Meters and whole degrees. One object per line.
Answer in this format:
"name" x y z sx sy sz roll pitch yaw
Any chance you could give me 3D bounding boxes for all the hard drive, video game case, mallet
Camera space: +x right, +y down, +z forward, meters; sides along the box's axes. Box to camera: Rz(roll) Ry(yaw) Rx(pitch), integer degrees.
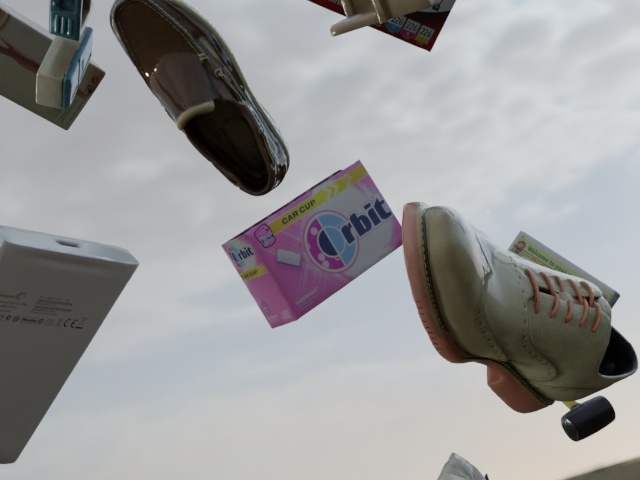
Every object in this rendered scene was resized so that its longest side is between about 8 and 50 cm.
"hard drive" -0.360 0.128 1.420 0.203 0.040 0.308 13 -64 -53
"video game case" 0.344 0.113 1.986 0.023 0.212 0.193 29 -84 -48
"mallet" 0.299 0.181 1.567 0.062 0.190 0.039 -20 -55 -11

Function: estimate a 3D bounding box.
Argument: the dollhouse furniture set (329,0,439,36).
"dollhouse furniture set" 0.059 -0.451 1.445 0.173 0.356 0.303 -11 18 36

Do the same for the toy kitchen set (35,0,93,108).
"toy kitchen set" -0.267 -0.270 1.592 0.166 0.122 0.207 13 -44 -1

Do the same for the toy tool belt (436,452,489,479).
"toy tool belt" 0.104 0.190 0.883 0.052 0.051 0.083 -55 -17 -31

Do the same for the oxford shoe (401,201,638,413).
"oxford shoe" 0.198 0.055 1.205 0.146 0.141 0.397 -13 -27 25

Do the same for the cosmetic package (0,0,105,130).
"cosmetic package" -0.520 -0.315 2.053 0.129 0.153 0.296 -55 -35 4

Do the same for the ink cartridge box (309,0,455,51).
"ink cartridge box" 0.116 -0.530 2.256 0.309 0.130 0.272 16 -71 -33

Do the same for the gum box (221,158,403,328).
"gum box" 0.000 0.000 1.359 0.188 0.107 0.062 -34 5 -32

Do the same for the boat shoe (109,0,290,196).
"boat shoe" -0.122 -0.152 1.284 0.095 0.257 0.095 -37 16 21

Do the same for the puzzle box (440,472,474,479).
"puzzle box" 0.006 0.357 0.658 0.272 0.052 0.409 -79 13 -67
